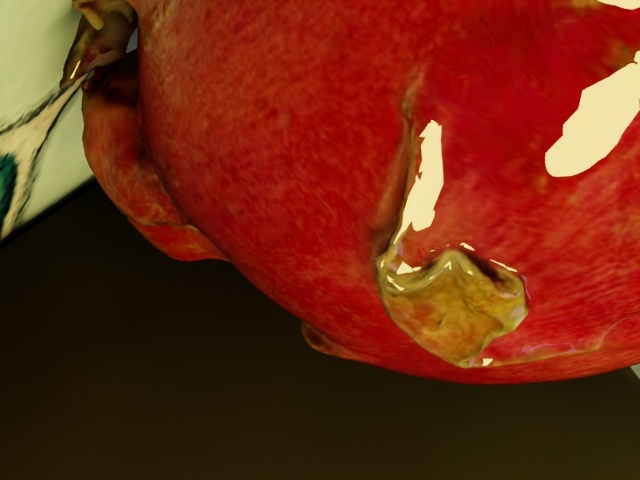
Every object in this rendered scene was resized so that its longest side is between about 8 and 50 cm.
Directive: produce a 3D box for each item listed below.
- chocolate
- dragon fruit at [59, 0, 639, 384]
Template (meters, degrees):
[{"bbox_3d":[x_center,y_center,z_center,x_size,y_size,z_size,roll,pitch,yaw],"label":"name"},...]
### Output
[{"bbox_3d":[-0.037,0.180,0.582,0.314,0.326,0.297,-46,160,-56],"label":"chocolate"},{"bbox_3d":[0.068,-0.074,0.403,0.250,0.315,0.250,-6,90,-80],"label":"dragon fruit"}]
